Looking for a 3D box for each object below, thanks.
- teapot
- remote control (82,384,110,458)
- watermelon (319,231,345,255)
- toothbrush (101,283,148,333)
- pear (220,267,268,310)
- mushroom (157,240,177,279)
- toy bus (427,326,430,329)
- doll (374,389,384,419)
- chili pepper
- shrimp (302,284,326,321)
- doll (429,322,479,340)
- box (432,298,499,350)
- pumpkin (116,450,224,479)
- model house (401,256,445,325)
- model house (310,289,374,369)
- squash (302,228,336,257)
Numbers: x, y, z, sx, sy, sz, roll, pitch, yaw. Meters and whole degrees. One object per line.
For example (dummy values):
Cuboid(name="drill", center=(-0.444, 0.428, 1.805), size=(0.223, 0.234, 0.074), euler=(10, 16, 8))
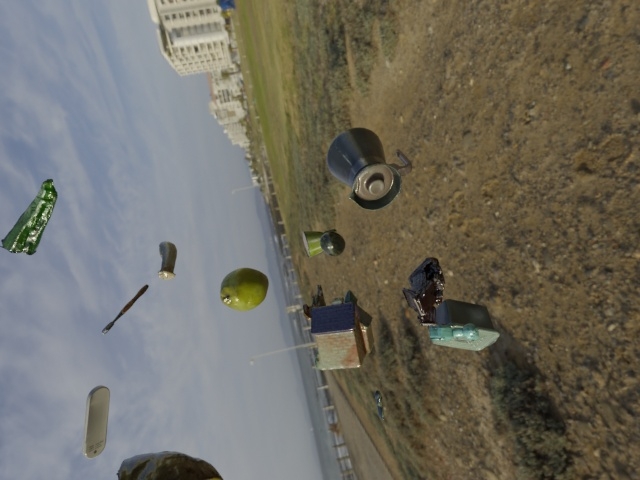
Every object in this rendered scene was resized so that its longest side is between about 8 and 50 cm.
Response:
Cuboid(name="teapot", center=(0.199, -0.299, 1.755), size=(0.344, 0.299, 0.254), euler=(-111, 2, -51))
Cuboid(name="remote control", center=(-0.749, 0.606, 1.435), size=(0.077, 0.022, 0.245), euler=(-1, -80, -61))
Cuboid(name="watermelon", center=(0.040, 0.010, 1.426), size=(0.110, 0.078, 0.078), euler=(30, -140, -57))
Cuboid(name="toothbrush", center=(-0.754, 0.260, 1.678), size=(0.023, 0.031, 0.321), euler=(49, -159, -15))
Cuboid(name="pear", center=(-0.364, 0.237, 2.081), size=(0.269, 0.212, 0.213), euler=(-20, -80, -55))
Cuboid(name="mushroom", center=(-0.682, 0.089, 1.920), size=(0.081, 0.092, 0.223), euler=(41, -166, -39))
Cuboid(name="toy bus", center=(0.556, 0.400, 2.193), size=(0.153, 0.061, 0.051), euler=(-122, 28, -42))
Cuboid(name="doll", center=(0.261, 0.722, 1.885), size=(0.037, 0.027, 0.125), euler=(23, -127, -61))
Cuboid(name="chili pepper", center=(-0.778, -0.070, 1.165), size=(0.059, 0.088, 0.227), euler=(41, 105, 40))
Cuboid(name="shrimp", center=(-0.025, 0.284, 2.069), size=(0.066, 0.117, 0.262), euler=(-59, 21, 31))
Cuboid(name="doll", center=(0.474, 0.322, 1.504), size=(0.159, 0.158, 0.059), euler=(122, 147, -73))
Cuboid(name="box", center=(0.563, 0.333, 1.705), size=(0.163, 0.243, 0.135), euler=(112, 164, -47))
Cuboid(name="pumpkin", center=(-0.315, 0.528, 0.963), size=(0.169, 0.148, 0.312), euler=(40, 154, 37))
Cuboid(name="model house", center=(0.354, 0.186, 1.405), size=(0.164, 0.141, 0.203), euler=(-92, -24, -49))
Cuboid(name="model house", center=(0.095, 0.382, 1.931), size=(0.312, 0.244, 0.281), euler=(-31, -70, -70))
Cuboid(name="squash", center=(0.005, 0.002, 1.605), size=(0.105, 0.132, 0.105), euler=(167, 90, -78))
